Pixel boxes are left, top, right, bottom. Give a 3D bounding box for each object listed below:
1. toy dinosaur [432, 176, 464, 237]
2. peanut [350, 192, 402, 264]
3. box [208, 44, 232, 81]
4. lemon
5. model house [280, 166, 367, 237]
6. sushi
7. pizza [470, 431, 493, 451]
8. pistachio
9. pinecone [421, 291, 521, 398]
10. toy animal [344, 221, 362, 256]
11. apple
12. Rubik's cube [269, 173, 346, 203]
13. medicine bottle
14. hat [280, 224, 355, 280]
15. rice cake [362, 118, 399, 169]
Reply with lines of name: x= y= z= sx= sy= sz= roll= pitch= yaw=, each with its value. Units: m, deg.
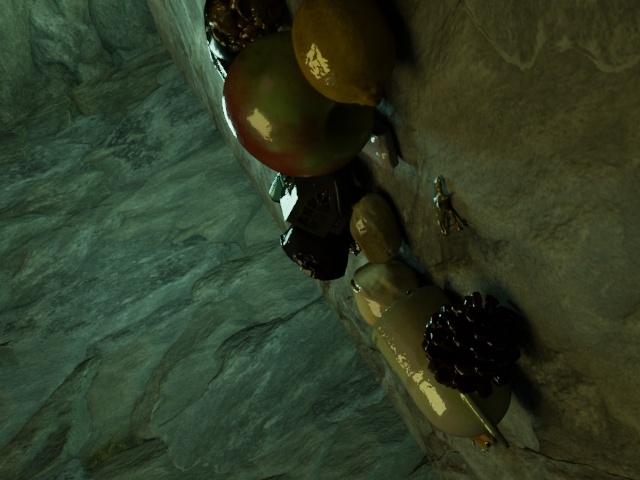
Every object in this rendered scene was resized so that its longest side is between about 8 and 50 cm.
toy dinosaur: x=0.260 y=-0.069 z=1.572 sx=0.162 sy=0.039 sz=0.126 roll=138 pitch=111 yaw=-85
peanut: x=0.148 y=-0.024 z=1.961 sx=0.129 sy=0.129 sz=0.224 roll=44 pitch=158 yaw=57
box: x=-0.191 y=-0.492 z=2.087 sx=0.274 sy=0.178 sz=0.138 roll=60 pitch=170 yaw=21
lemon: x=0.044 y=-0.361 z=1.332 sx=0.257 sy=0.188 sz=0.188 roll=65 pitch=170 yaw=-2
model house: x=0.031 y=-0.157 z=1.991 sx=0.204 sy=0.243 sz=0.211 roll=23 pitch=-156 yaw=-17
sushi: x=-0.195 y=-0.576 z=1.853 sx=0.204 sy=0.200 sz=0.213 roll=-177 pitch=80 yaw=-78
pizza: x=0.473 y=0.561 z=2.241 sx=0.189 sy=0.071 sz=0.297 roll=13 pitch=138 yaw=59
pistachio: x=0.182 y=0.148 z=2.067 sx=0.214 sy=0.193 sz=0.318 roll=18 pitch=-170 yaw=-17
pinecone: x=0.331 y=0.217 z=1.566 sx=0.221 sy=0.221 sz=0.221 roll=56 pitch=170 yaw=16
toy animal: x=0.046 y=-0.062 z=2.459 sx=0.170 sy=0.090 sz=0.255 roll=24 pitch=157 yaw=40
apple: x=-0.052 y=-0.297 z=1.560 sx=0.277 sy=0.319 sz=0.319 roll=27 pitch=151 yaw=37
Rubik's cube: x=0.002 y=-0.205 z=2.145 sx=0.254 sy=0.254 sz=0.254 roll=56 pitch=170 yaw=16
medicine bottle: x=0.328 y=0.334 z=1.806 sx=0.406 sy=0.235 sz=0.236 roll=55 pitch=169 yaw=32
hat: x=0.013 y=-0.026 z=2.305 sx=0.238 sy=0.209 sz=0.336 roll=29 pitch=-165 yaw=-2
rice cake: x=0.093 y=-0.272 z=1.737 sx=0.298 sy=0.050 sz=0.106 roll=48 pitch=164 yaw=48
